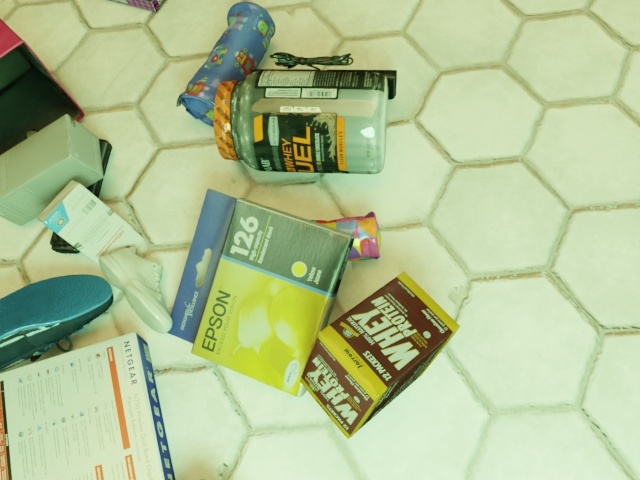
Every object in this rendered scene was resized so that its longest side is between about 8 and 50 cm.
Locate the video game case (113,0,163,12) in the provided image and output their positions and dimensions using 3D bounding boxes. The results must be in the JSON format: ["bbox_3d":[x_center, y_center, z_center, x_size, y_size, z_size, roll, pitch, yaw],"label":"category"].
[{"bbox_3d":[-0.493,-0.723,1.501,0.232,0.042,0.210,18,69,14],"label":"video game case"}]

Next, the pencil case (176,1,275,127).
[{"bbox_3d":[-0.213,-0.400,1.290,0.133,0.119,0.306,6,64,40],"label":"pencil case"}]

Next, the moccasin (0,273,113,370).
[{"bbox_3d":[-0.568,0.168,1.069,0.342,0.117,0.138,-21,50,-28],"label":"moccasin"}]

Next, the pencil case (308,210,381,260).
[{"bbox_3d":[0.000,0.000,1.103,0.236,0.104,0.104,-4,66,4],"label":"pencil case"}]

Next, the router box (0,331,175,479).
[{"bbox_3d":[-0.428,0.367,0.978,0.301,0.082,0.335,-16,65,-8],"label":"router box"}]

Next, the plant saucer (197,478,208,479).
[{"bbox_3d":[-0.165,0.603,0.851,0.333,0.081,0.333,37,75,13],"label":"plant saucer"}]

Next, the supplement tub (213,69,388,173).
[{"bbox_3d":[-0.033,-0.243,1.152,0.338,0.207,0.207,2,67,8],"label":"supplement tub"}]

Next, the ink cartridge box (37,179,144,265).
[{"bbox_3d":[-0.466,-0.024,1.148,0.060,0.180,0.104,16,64,50],"label":"ink cartridge box"}]

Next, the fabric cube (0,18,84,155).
[{"bbox_3d":[-0.748,-0.340,1.243,0.258,0.259,0.254,40,77,22],"label":"fabric cube"}]

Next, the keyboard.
[{"bbox_3d":[0.004,-0.352,1.200,0.317,0.201,0.033,2,81,7],"label":"keyboard"}]

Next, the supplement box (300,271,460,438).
[{"bbox_3d":[0.091,0.190,0.926,0.194,0.191,0.129,-31,65,-31],"label":"supplement box"}]

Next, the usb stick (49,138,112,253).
[{"bbox_3d":[-0.523,-0.104,1.230,0.077,0.045,0.278,4,67,3],"label":"usb stick"}]

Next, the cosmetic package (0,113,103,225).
[{"bbox_3d":[-0.589,-0.147,1.190,0.238,0.107,0.127,-24,60,11],"label":"cosmetic package"}]

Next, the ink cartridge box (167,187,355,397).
[{"bbox_3d":[-0.126,0.088,1.033,0.307,0.072,0.304,18,95,10],"label":"ink cartridge box"}]

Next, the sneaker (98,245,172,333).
[{"bbox_3d":[-0.344,0.087,1.113,0.094,0.080,0.212,-32,67,-34],"label":"sneaker"}]
